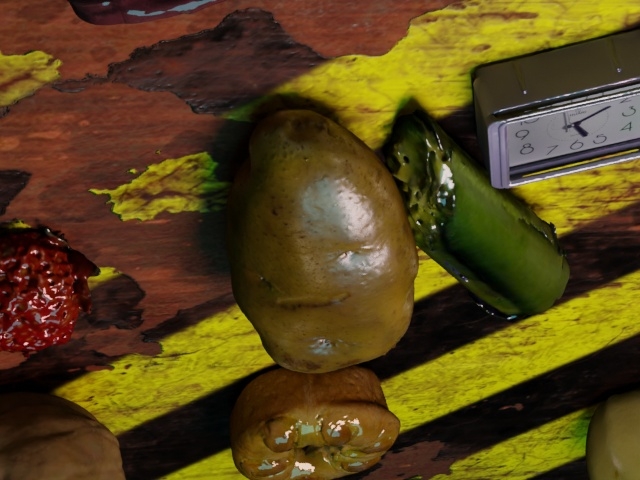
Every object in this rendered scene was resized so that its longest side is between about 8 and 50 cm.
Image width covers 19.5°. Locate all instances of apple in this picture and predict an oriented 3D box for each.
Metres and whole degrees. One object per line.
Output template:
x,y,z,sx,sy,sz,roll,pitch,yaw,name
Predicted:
0.474,0.309,2.683,0.200,0.200,0.200,-10,151,-6,apple

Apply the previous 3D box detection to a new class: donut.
-0.012,0.244,2.441,0.227,0.113,0.226,-11,152,-6,donut

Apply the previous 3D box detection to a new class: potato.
0.000,0.000,1.969,0.176,0.195,0.369,-36,148,-21,potato

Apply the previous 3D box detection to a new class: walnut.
-0.368,0.327,2.292,0.285,0.285,0.296,-10,173,-5,walnut

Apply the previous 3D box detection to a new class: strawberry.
-0.357,0.064,1.987,0.228,0.098,0.174,-3,149,-19,strawberry

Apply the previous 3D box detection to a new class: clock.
0.258,-0.134,1.918,0.193,0.073,0.144,-13,152,1,clock

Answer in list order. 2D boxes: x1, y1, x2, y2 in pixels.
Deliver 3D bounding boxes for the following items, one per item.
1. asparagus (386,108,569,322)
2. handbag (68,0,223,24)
0.155,-0.024,2.042,0.128,0.108,0.382,-22,148,21,asparagus
-0.112,-0.263,1.456,0.225,0.146,0.135,-14,146,3,handbag
